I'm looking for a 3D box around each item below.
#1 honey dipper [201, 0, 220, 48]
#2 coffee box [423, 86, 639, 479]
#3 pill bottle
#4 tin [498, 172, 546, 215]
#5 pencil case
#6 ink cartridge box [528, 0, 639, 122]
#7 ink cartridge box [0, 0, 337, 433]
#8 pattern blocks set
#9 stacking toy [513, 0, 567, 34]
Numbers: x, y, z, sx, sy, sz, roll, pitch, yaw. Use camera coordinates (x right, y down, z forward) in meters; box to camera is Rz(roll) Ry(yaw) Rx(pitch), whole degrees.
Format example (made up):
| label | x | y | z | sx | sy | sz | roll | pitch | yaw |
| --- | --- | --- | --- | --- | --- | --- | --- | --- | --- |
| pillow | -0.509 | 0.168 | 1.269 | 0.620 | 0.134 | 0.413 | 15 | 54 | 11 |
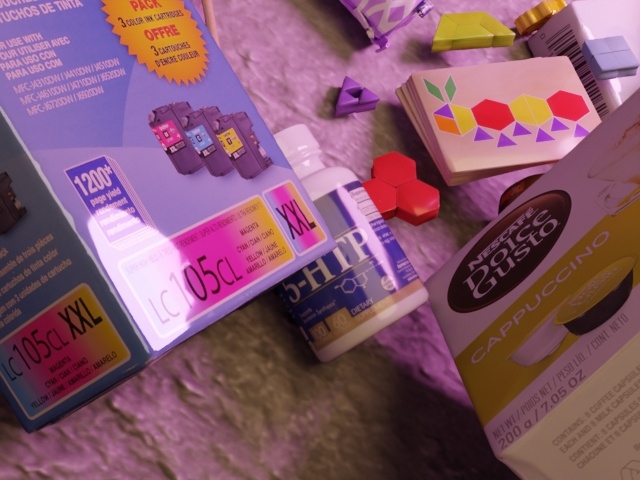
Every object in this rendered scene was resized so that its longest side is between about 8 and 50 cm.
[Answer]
| label | x | y | z | sx | sy | sz | roll | pitch | yaw |
| --- | --- | --- | --- | --- | --- | --- | --- | --- | --- |
| honey dipper | -0.102 | -0.205 | 1.153 | 0.031 | 0.030 | 0.160 | -3 | 73 | -32 |
| coffee box | 0.331 | 0.089 | 0.981 | 0.338 | 0.338 | 0.334 | 44 | 11 | -16 |
| pill bottle | 0.000 | 0.000 | 1.066 | 0.112 | 0.112 | 0.186 | -29 | 84 | -37 |
| tin | 0.262 | -0.009 | 1.232 | 0.190 | 0.106 | 0.040 | 23 | 51 | -21 |
| pencil case | 0.017 | -0.281 | 1.227 | 0.206 | 0.086 | 0.088 | 44 | 73 | -4 |
| ink cartridge box | 0.450 | -0.136 | 1.410 | 0.385 | 0.091 | 0.308 | -14 | 76 | -33 |
| ink cartridge box | -0.194 | -0.097 | 0.913 | 0.395 | 0.151 | 0.270 | 57 | 33 | 1 |
| pattern blocks set | 0.176 | -0.118 | 1.203 | 0.325 | 0.026 | 0.285 | -1 | 52 | -7 |
| stacking toy | 0.266 | -0.329 | 1.417 | 0.221 | 0.052 | 0.167 | -20 | 78 | -39 |
